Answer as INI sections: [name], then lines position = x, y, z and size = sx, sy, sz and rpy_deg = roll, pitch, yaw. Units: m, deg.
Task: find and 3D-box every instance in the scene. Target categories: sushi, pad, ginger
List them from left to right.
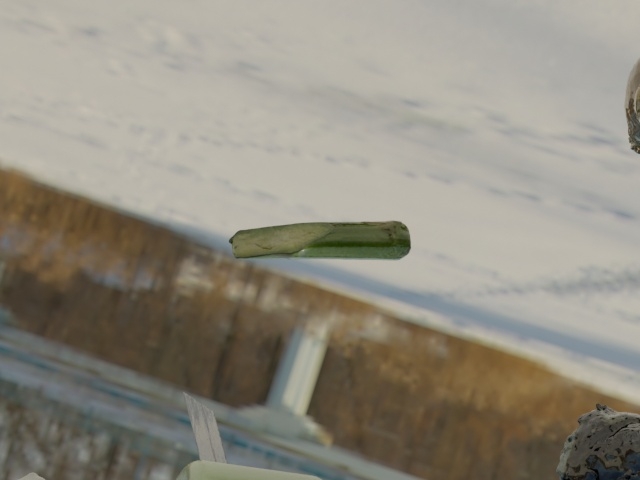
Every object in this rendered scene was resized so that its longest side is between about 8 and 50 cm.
[pad]
position = -0.115, 0.226, 1.683
size = 0.004, 0.116, 0.193
rpy_deg = -16, 167, 3
[sushi]
position = 0.281, 0.214, 1.261
size = 0.115, 0.147, 0.212
rpy_deg = 12, 170, 45
[ginger]
position = 0.251, -0.109, 1.115
size = 0.067, 0.096, 0.165
rpy_deg = 28, -178, 6

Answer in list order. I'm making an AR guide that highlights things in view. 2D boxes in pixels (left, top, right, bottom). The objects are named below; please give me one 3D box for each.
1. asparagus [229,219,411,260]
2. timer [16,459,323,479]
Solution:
[asparagus]
position = 0.000, 0.000, 1.561
size = 0.178, 0.041, 0.045
rpy_deg = 0, -173, -20
[timer]
position = -0.177, 0.298, 1.365
size = 0.315, 0.290, 0.291
rpy_deg = 20, 177, -8
